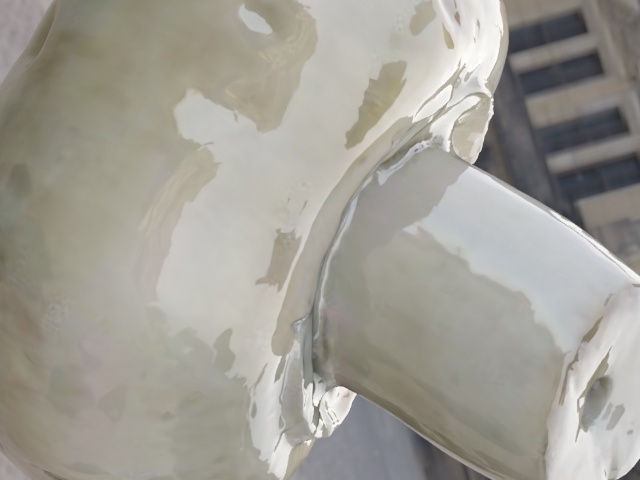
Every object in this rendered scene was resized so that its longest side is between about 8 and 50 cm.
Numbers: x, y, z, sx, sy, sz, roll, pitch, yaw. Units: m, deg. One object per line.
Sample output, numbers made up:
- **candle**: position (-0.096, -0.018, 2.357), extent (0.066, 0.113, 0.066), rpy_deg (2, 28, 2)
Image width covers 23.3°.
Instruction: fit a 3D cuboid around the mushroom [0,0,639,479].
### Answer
- **mushroom**: position (-0.024, -0.022, 0.776), extent (0.353, 0.353, 0.325), rpy_deg (-100, 170, -61)
